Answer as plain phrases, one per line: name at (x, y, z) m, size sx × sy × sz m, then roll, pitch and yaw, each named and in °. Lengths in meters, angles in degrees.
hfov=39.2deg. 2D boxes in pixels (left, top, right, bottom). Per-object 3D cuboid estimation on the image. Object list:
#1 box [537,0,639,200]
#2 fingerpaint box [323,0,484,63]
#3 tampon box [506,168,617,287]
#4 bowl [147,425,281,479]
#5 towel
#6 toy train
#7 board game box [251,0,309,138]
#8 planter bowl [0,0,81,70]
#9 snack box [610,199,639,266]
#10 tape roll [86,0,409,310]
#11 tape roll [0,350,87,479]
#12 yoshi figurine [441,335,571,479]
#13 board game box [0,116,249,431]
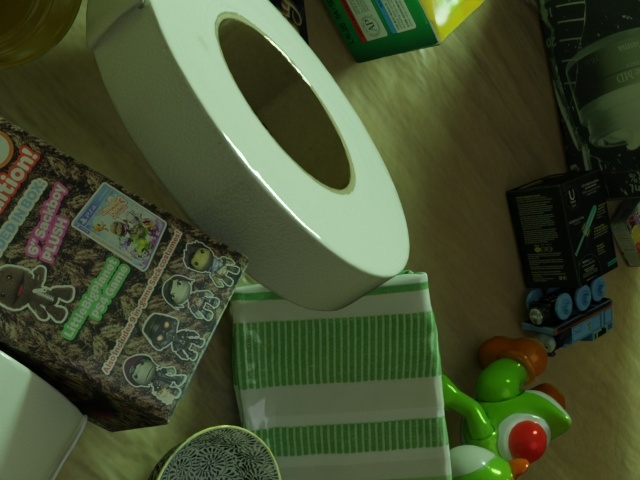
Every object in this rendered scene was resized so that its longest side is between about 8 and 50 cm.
box at (0.622, -0.328, 1.378) m, size 0.297 × 0.479 × 0.472 m, roll -21°, pitch 102°, yaw -37°
fingerpaint box at (0.096, -0.518, 1.141) m, size 0.371 × 0.163 × 0.445 m, roll -47°, pitch 117°, yaw -31°
tampon box at (0.378, -0.018, 1.402) m, size 0.120 × 0.101 × 0.161 m, roll -19°, pitch 100°, yaw -40°
bowl at (-0.131, 0.280, 0.967) m, size 0.170 × 0.080 × 0.170 m, roll 1°, pitch 88°, yaw -41°
towel at (0.022, 0.204, 1.036) m, size 0.247 × 0.038 × 0.325 m, roll -5°, pitch 93°, yaw 2°
toy train at (0.396, 0.117, 1.430) m, size 0.184 × 0.080 × 0.105 m, roll -19°, pitch 106°, yaw -40°
board game box at (-0.081, -0.173, 1.053) m, size 0.165 × 0.042 × 0.243 m, roll -10°, pitch 95°, yaw -40°
planter bowl at (-0.332, -0.253, 0.809) m, size 0.217 × 0.090 × 0.217 m, roll 3°, pitch 86°, yaw -41°
snack box at (0.581, -0.035, 1.618) m, size 0.141 × 0.037 × 0.100 m, roll -47°, pitch 118°, yaw -32°
tape roll at (-0.055, -0.114, 0.855) m, size 0.392 × 0.072 × 0.392 m, roll 45°, pitch 23°, yaw -26°
tape roll at (-0.325, 0.112, 0.673) m, size 0.286 × 0.286 × 0.100 m, roll 42°, pitch 62°, yaw -31°
yoshi figurine at (0.198, 0.295, 1.225) m, size 0.362 × 0.203 × 0.203 m, roll -45°, pitch 158°, yaw -48°
board game box at (-0.242, 0.026, 0.727) m, size 0.291 × 0.232 × 0.141 m, roll 30°, pitch 68°, yaw -13°
